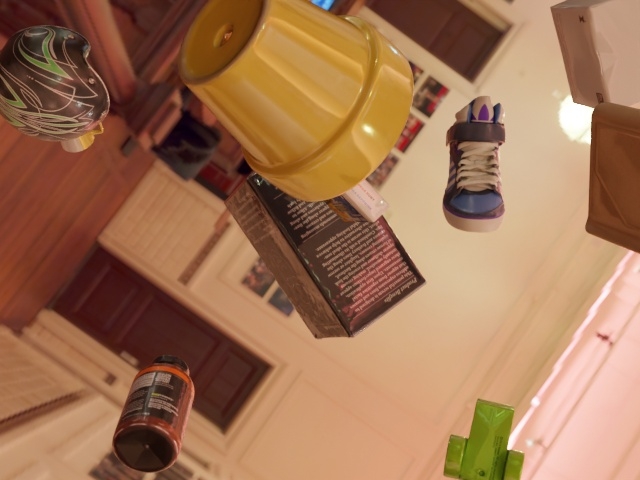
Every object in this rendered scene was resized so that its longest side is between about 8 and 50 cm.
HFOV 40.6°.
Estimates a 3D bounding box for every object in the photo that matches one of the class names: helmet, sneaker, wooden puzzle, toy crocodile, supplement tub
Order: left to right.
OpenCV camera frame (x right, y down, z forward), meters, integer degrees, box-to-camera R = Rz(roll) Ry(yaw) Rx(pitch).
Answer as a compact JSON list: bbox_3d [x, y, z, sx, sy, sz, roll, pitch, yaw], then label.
[{"bbox_3d":[-0.413,-0.231,1.323,0.169,0.170,0.161,-53,-137,39],"label":"helmet"},{"bbox_3d":[-0.259,0.268,1.382,0.106,0.106,0.198,-53,-166,25],"label":"supplement tub"},{"bbox_3d":[0.327,-0.180,1.830,0.322,0.130,0.236,-73,162,-62],"label":"sneaker"},{"bbox_3d":[0.233,0.395,1.273,0.105,0.115,0.340,81,19,-57],"label":"toy crocodile"},{"bbox_3d":[0.541,-0.098,1.448,0.221,0.044,0.238,31,-51,54],"label":"wooden puzzle"}]

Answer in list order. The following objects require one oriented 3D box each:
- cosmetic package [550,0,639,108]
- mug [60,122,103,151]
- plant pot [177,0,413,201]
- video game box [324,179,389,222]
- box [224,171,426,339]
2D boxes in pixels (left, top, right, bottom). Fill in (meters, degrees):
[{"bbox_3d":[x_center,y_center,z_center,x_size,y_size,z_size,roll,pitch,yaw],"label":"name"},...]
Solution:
[{"bbox_3d":[0.666,-0.417,1.674,0.385,0.217,0.156,-20,-159,-6],"label":"cosmetic package"},{"bbox_3d":[-0.452,-0.211,1.600,0.078,0.062,0.064,-37,144,-22],"label":"mug"},{"bbox_3d":[-0.047,-0.213,1.140,0.254,0.239,0.253,-25,-130,34],"label":"plant pot"},{"bbox_3d":[0.017,-0.110,1.503,0.048,0.187,0.205,-43,-171,-8],"label":"video game box"},{"bbox_3d":[0.000,0.000,1.898,0.212,0.395,0.293,-34,-177,-17],"label":"box"}]
